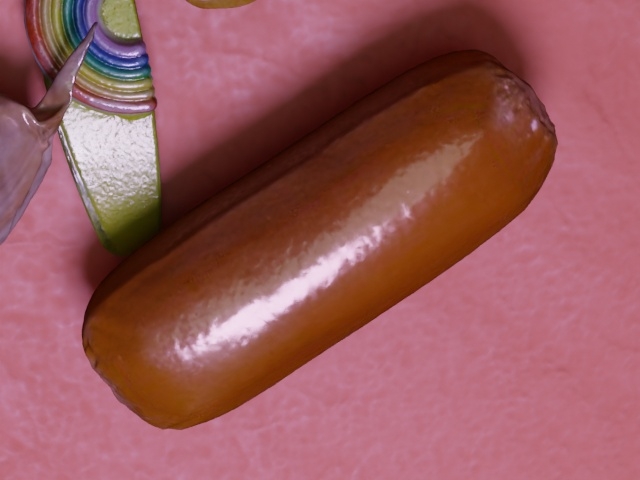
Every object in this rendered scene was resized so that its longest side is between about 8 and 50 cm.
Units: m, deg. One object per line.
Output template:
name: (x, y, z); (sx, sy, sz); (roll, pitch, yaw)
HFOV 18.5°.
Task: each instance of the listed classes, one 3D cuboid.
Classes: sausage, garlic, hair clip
sausage: (0.000, -0.001, 1.043); (0.274, 0.105, 0.105); (-34, 111, 3)
garlic: (-0.204, -0.036, 0.987); (0.198, 0.090, 0.128); (-13, 135, -21)
hair clip: (-0.117, -0.076, 1.032); (0.060, 0.033, 0.188); (-11, 111, -3)

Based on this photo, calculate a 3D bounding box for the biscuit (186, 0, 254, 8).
biscuit: (-0.056, -0.231, 0.974); (0.158, 0.035, 0.240); (-28, 113, 10)
